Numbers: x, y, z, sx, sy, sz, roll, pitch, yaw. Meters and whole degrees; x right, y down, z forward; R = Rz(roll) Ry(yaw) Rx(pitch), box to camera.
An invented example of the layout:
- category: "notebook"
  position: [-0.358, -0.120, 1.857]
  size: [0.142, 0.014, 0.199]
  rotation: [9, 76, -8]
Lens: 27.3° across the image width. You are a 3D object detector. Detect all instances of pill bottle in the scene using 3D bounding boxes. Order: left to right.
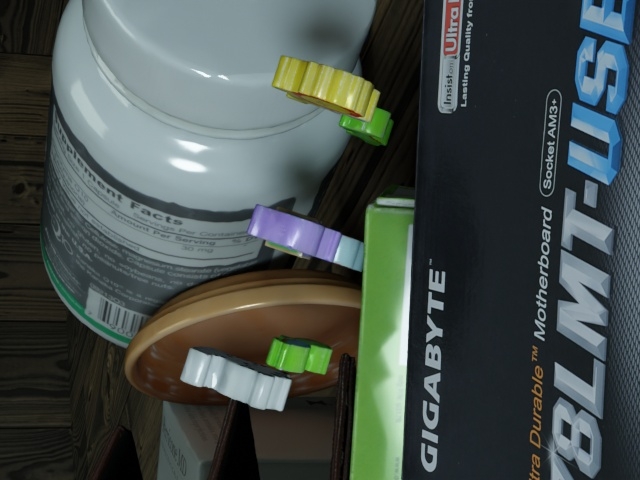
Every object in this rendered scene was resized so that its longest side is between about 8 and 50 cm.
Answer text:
- category: "pill bottle"
  position: [-0.086, -0.078, 0.912]
  size: [0.361, 0.204, 0.204]
  rotation: [116, 150, -59]

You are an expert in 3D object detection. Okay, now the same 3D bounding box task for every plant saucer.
- category: "plant saucer"
  position: [-0.042, 0.069, 0.948]
  size: [0.200, 0.200, 0.037]
  rotation: [122, 143, -58]

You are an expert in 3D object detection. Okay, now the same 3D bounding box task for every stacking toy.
- category: "stacking toy"
  position: [0.000, 0.000, 0.722]
  size: [0.221, 0.052, 0.167]
  rotation: [12, -84, -77]

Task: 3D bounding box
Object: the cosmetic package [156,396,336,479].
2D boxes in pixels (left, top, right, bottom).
- category: "cosmetic package"
  position: [-0.043, 0.227, 1.015]
  size: [0.151, 0.151, 0.183]
  rotation: [-146, 59, -69]

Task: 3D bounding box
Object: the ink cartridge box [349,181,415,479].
- category: "ink cartridge box"
  position: [0.076, 0.062, 0.773]
  size: [0.255, 0.097, 0.188]
  rotation: [-41, -45, -81]

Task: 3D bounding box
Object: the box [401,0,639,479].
- category: "box"
  position: [0.142, -0.004, 0.495]
  size: [0.293, 0.073, 0.295]
  rotation: [13, 101, 56]

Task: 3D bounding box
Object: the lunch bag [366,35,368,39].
- category: "lunch bag"
  position: [-0.021, -0.168, 1.090]
  size: [0.151, 0.096, 0.129]
  rotation: [-63, 9, -22]

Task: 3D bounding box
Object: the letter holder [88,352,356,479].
- category: "letter holder"
  position: [-0.043, 0.243, 0.846]
  size: [0.214, 0.152, 0.302]
  rotation: [-78, -15, -63]
